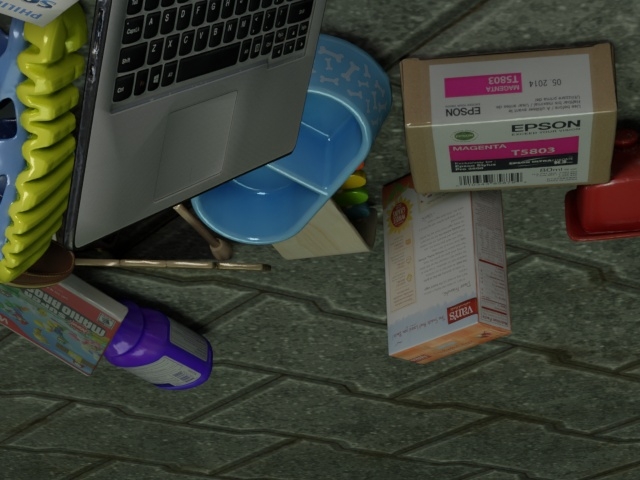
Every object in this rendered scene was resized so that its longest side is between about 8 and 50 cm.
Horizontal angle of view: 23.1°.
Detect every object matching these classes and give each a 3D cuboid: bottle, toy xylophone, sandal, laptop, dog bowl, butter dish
[{"bbox_3d":[-0.278,0.156,2.428,0.118,0.092,0.283,-10,156,25],"label":"bottle"},{"bbox_3d":[-0.051,-0.053,1.951,0.236,0.081,0.323,-3,158,8],"label":"toy xylophone"},{"bbox_3d":[-0.329,-0.111,1.624,0.138,0.317,0.126,13,-163,10],"label":"sandal"},{"bbox_3d":[0.022,-0.187,1.229,0.236,0.408,0.382,21,-157,20],"label":"laptop"},{"bbox_3d":[-0.042,-0.101,1.733,0.166,0.074,0.297,27,135,-17],"label":"dog bowl"},{"bbox_3d":[0.369,-0.077,1.877,0.160,0.160,0.118,-6,113,10],"label":"butter dish"}]

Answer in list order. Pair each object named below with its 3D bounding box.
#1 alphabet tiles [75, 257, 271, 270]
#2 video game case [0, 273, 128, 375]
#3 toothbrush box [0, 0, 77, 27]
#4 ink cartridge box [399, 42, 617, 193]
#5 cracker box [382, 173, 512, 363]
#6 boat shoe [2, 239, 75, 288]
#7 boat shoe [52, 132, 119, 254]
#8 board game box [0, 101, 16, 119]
[{"bbox_3d":[-0.213,0.033,2.073,0.285,0.011,0.342,1,179,1],"label":"alphabet tiles"},{"bbox_3d":[-0.391,0.097,2.244,0.204,0.025,0.285,32,154,-4],"label":"video game case"},{"bbox_3d":[-0.239,-0.310,1.264,0.216,0.126,0.295,15,152,-37],"label":"toothbrush box"},{"bbox_3d":[0.213,-0.133,1.765,0.234,0.088,0.193,-3,158,7],"label":"ink cartridge box"},{"bbox_3d":[0.154,0.022,1.944,0.067,0.232,0.155,18,151,-38],"label":"cracker box"},{"bbox_3d":[-0.349,0.011,1.747,0.178,0.064,0.060,16,153,-36],"label":"boat shoe"},{"bbox_3d":[-0.294,-0.057,1.893,0.096,0.117,0.324,0,162,-7],"label":"boat shoe"},{"bbox_3d":[-0.440,-0.074,1.803,0.144,0.142,0.275,12,154,-28],"label":"board game box"}]
